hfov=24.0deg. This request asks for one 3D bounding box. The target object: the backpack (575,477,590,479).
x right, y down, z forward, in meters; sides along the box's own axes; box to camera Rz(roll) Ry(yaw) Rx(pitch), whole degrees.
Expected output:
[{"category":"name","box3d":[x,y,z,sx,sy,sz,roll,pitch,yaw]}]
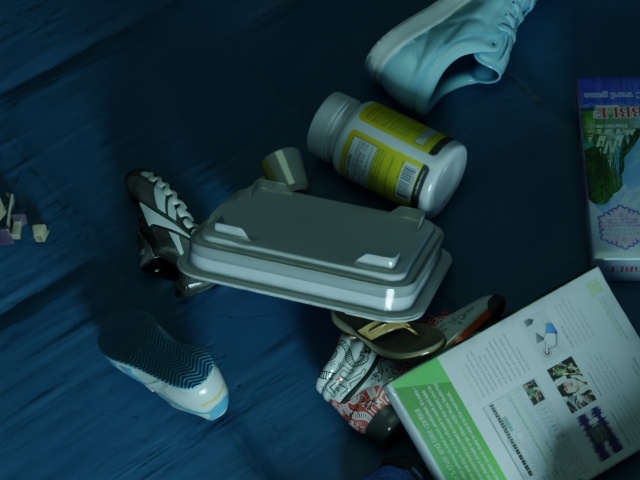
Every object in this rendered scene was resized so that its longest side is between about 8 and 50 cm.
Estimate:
[{"category":"backpack","box3d":[0.335,0.391,1.776,0.165,0.144,0.188,25,65,13]}]

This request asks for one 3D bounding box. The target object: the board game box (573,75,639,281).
[{"category":"board game box","box3d":[0.527,-0.092,2.113,0.318,0.066,0.318,-2,57,3]}]

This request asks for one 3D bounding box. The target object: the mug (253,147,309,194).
[{"category":"mug","box3d":[-0.050,-0.087,2.167,0.062,0.078,0.064,-4,60,-38]}]

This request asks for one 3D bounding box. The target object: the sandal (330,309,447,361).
[{"category":"sandal","box3d":[0.080,0.105,1.930,0.180,0.049,0.072,26,51,38]}]

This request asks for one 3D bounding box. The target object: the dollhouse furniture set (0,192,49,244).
[{"category":"dollhouse furniture set","box3d":[-0.441,-0.060,2.139,0.091,0.114,0.081,-3,53,5]}]

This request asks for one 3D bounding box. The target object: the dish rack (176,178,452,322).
[{"category":"dish rack","box3d":[0.000,0.000,2.003,0.332,0.072,0.285,11,23,12]}]

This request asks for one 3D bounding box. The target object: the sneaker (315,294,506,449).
[{"category":"sneaker","box3d":[0.114,0.136,1.984,0.145,0.090,0.270,37,69,21]}]

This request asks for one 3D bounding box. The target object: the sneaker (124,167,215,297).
[{"category":"sneaker","box3d":[-0.224,-0.008,2.109,0.106,0.078,0.234,-33,63,-19]}]

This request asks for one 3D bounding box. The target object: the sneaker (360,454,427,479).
[{"category":"sneaker","box3d":[0.107,0.305,1.861,0.084,0.152,0.058,-42,108,-25]}]

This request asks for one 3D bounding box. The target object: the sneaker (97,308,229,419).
[{"category":"sneaker","box3d":[-0.213,0.168,1.995,0.087,0.092,0.228,-43,45,-19]}]

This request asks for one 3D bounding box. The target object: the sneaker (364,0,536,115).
[{"category":"sneaker","box3d":[0.250,-0.307,2.247,0.366,0.135,0.150,-37,69,-8]}]

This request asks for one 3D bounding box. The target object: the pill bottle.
[{"category":"pill bottle","box3d":[0.093,-0.126,2.137,0.208,0.119,0.119,28,64,20]}]

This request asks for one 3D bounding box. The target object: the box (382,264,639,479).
[{"category":"box","box3d":[0.271,0.206,1.899,0.322,0.058,0.232,-27,83,-14]}]
